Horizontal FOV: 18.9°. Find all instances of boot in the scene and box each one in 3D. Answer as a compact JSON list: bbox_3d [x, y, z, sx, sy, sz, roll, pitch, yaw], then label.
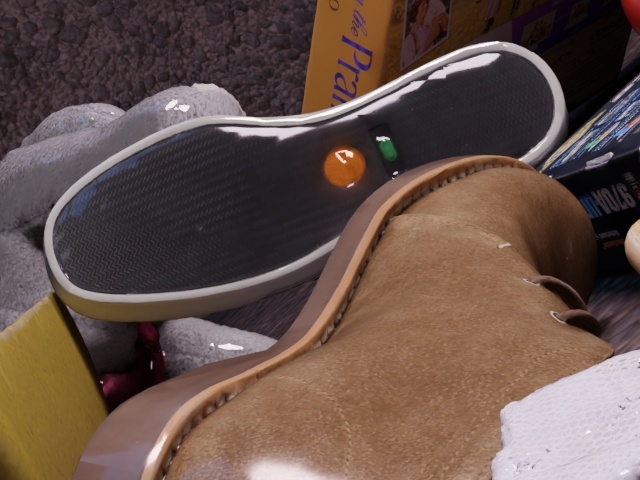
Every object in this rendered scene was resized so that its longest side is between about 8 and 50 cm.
[{"bbox_3d":[0.050,0.048,0.591,0.115,0.112,0.305,-5,17,26],"label":"boot"},{"bbox_3d":[0.000,0.000,0.915,0.244,0.088,0.176,-17,-20,0],"label":"boot"}]

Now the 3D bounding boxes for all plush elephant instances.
[{"bbox_3d":[-0.133,0.064,1.153,0.330,0.271,0.255,2,-9,36],"label":"plush elephant"}]

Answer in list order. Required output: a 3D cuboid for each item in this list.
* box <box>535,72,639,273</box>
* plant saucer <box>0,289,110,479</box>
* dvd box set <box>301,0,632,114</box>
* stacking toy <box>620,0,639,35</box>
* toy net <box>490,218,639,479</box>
[{"bbox_3d":[0.188,-0.078,0.756,0.220,0.051,0.175,-42,4,-10],"label":"box"},{"bbox_3d":[-0.179,0.188,0.751,0.333,0.081,0.333,-56,4,1],"label":"plant saucer"},{"bbox_3d":[0.120,-0.231,1.134,0.308,0.062,0.420,-33,-37,-41],"label":"dvd box set"},{"bbox_3d":[0.270,-0.210,0.937,0.330,0.141,0.141,-44,2,31],"label":"stacking toy"},{"bbox_3d":[0.129,0.008,0.479,0.122,0.045,0.232,-10,28,45],"label":"toy net"}]
